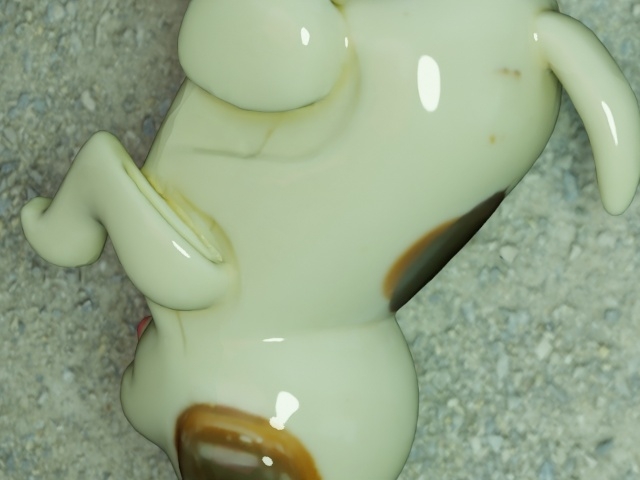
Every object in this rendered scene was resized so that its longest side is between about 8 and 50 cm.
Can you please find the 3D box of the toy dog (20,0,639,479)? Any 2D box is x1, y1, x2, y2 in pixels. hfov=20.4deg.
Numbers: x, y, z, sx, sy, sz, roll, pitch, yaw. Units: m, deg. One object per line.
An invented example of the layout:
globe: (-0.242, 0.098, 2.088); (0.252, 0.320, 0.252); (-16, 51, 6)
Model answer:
toy dog: (0.000, 0.000, 1.213); (0.395, 0.284, 0.407); (18, 102, 12)
